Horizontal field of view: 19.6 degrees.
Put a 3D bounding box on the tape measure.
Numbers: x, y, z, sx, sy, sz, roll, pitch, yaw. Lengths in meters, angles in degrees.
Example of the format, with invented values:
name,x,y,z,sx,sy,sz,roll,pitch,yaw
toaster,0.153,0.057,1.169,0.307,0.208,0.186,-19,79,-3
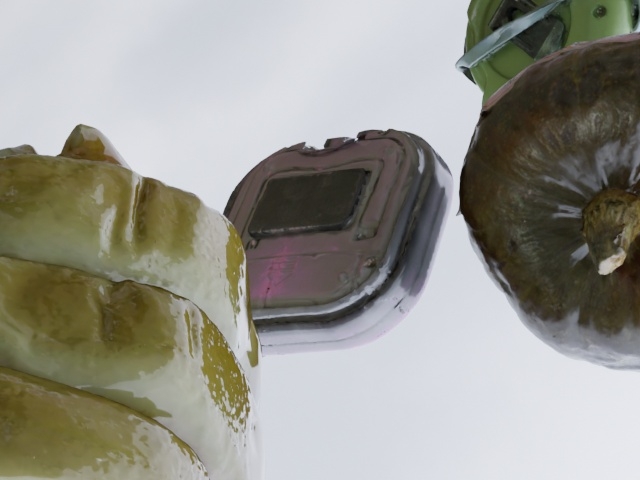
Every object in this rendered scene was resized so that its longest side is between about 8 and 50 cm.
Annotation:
name,x,y,z,sx,sy,sz,roll,pitch,yaw
tape measure,0.210,-0.186,1.719,0.200,0.106,0.175,-53,-125,27

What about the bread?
name,x,y,z,sx,sy,sz,roll,pitch,yaw
bread,-0.128,0.141,0.940,0.341,0.210,0.300,-94,-159,-57

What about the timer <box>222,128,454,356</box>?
name,x,y,z,sx,sy,sz,roll,pitch,yaw
timer,0.000,0.000,1.473,0.208,0.069,0.190,-9,-131,38

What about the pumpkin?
name,x,y,z,sx,sy,sz,roll,pitch,yaw
pumpkin,0.226,-0.024,1.346,0.260,0.260,0.189,-34,179,34
